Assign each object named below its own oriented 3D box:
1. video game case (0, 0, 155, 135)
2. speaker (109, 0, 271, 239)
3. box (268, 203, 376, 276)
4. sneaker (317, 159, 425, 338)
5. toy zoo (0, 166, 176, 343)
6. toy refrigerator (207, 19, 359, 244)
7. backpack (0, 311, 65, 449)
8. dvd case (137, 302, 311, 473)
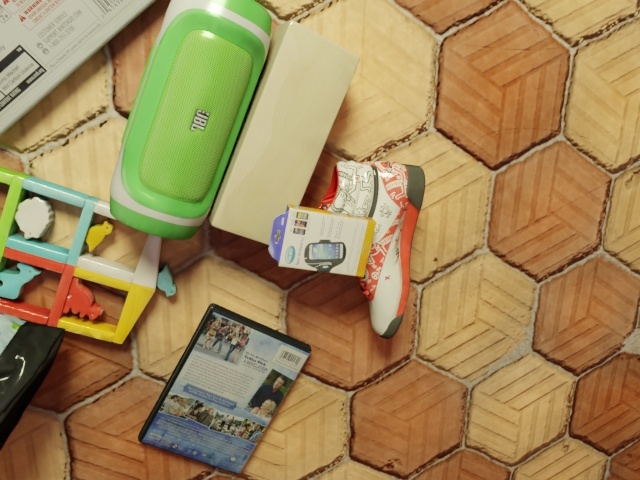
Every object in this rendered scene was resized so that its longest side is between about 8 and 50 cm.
[{"bbox_3d":[-0.365,-0.331,0.518,0.329,0.036,0.300,-40,122,1],"label":"video game case"},{"bbox_3d":[-0.164,-0.156,0.595,0.131,0.131,0.297,20,100,-17],"label":"speaker"},{"bbox_3d":[0.000,0.000,0.635,0.136,0.028,0.081,9,104,-12],"label":"box"},{"bbox_3d":[0.061,0.014,0.712,0.145,0.090,0.270,5,103,-9],"label":"sneaker"},{"bbox_3d":[-0.344,0.029,0.654,0.293,0.030,0.192,20,100,-16],"label":"toy zoo"},{"bbox_3d":[-0.058,-0.138,0.642,0.102,0.094,0.269,19,101,-23],"label":"toy refrigerator"},{"bbox_3d":[-0.552,0.168,0.540,0.355,0.273,0.290,34,98,-11],"label":"backpack"},{"bbox_3d":[-0.151,0.242,0.759,0.180,0.022,0.253,28,98,-17],"label":"dvd case"}]
